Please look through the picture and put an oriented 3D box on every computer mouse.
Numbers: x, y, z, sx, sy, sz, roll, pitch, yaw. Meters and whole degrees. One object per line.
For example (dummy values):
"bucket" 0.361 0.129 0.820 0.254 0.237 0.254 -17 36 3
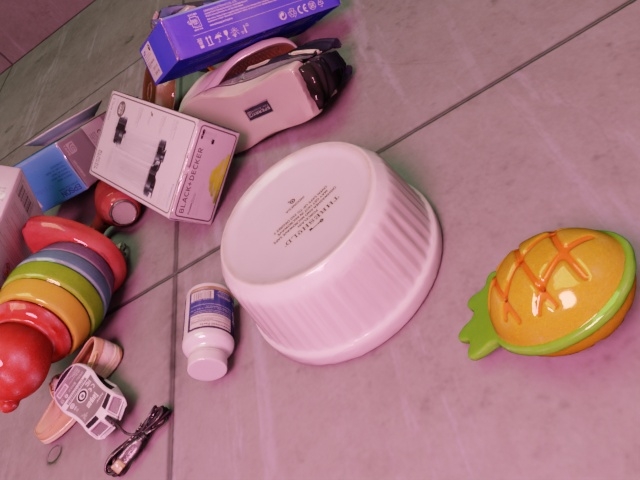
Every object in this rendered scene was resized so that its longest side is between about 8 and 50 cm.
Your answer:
"computer mouse" -0.291 0.229 0.798 0.193 0.042 0.106 26 78 35

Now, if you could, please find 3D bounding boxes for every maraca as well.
"maraca" 0.198 0.052 0.535 0.185 0.099 0.127 -33 22 51

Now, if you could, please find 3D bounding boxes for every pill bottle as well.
"pill bottle" -0.146 0.119 0.771 0.067 0.067 0.120 -27 42 17

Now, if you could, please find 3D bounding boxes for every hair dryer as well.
"hair dryer" -0.439 -0.025 1.130 0.223 0.080 0.294 -21 43 26

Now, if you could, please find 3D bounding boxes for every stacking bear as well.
"stacking bear" -0.420 0.114 0.879 0.164 0.176 0.289 3 35 5

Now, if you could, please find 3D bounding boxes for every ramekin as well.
"ramekin" 0.000 0.000 0.713 0.272 0.127 0.273 -22 43 22

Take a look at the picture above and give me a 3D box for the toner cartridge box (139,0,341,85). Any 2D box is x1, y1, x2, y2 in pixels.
"toner cartridge box" -0.147 -0.396 1.087 0.347 0.075 0.165 -30 14 -27

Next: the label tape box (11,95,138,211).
"label tape box" -0.548 -0.183 1.317 0.249 0.115 0.348 -22 20 23

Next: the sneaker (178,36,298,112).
"sneaker" -0.172 -0.322 1.158 0.290 0.106 0.123 -29 44 18

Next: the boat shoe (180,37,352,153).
"boat shoe" -0.095 -0.256 1.050 0.340 0.127 0.158 -4 34 39

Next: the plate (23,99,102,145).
"plate" -0.546 -0.245 1.263 0.188 0.024 0.188 -26 22 11

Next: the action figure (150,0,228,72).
"action figure" -0.204 -0.462 1.313 0.341 0.179 0.330 -12 41 -15

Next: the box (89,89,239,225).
"box" -0.283 -0.150 1.033 0.289 0.087 0.169 24 99 40

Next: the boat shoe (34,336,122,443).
"boat shoe" -0.371 0.216 0.872 0.063 0.059 0.170 16 65 46

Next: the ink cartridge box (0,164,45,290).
"ink cartridge box" -0.525 0.049 0.986 0.060 0.275 0.239 8 59 -5

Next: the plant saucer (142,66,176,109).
"plant saucer" -0.353 -0.319 1.268 0.198 0.036 0.199 -2 88 62
